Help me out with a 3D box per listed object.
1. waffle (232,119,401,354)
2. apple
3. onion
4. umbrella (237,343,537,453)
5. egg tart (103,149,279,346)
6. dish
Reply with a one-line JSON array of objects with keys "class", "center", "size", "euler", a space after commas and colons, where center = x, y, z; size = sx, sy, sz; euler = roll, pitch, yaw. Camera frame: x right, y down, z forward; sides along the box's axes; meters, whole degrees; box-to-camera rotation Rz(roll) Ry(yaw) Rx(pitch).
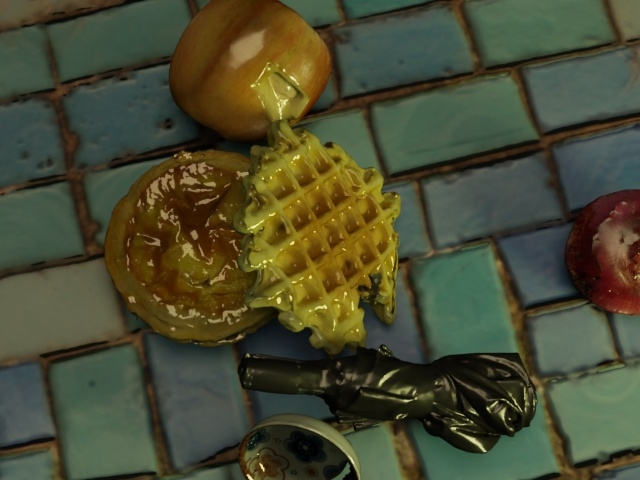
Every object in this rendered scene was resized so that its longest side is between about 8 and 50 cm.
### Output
[{"class": "waffle", "center": [0.002, 0.000, 1.535], "size": [0.250, 0.056, 0.261], "euler": [26, 59, -39]}, {"class": "apple", "center": [-0.089, -0.205, 1.635], "size": [0.199, 0.199, 0.199], "euler": [0, 69, 0]}, {"class": "onion", "center": [0.360, 0.011, 1.565], "size": [0.150, 0.140, 0.150], "euler": [0, 85, 3]}, {"class": "umbrella", "center": [0.076, 0.163, 1.480], "size": [0.340, 0.118, 0.118], "euler": [10, 67, -19]}, {"class": "egg tart", "center": [-0.130, 0.012, 1.581], "size": [0.241, 0.106, 0.241], "euler": [-1, 70, 2]}, {"class": "dish", "center": [-0.012, 0.229, 1.501], "size": [0.141, 0.141, 0.078], "euler": [21, 40, 7]}]
